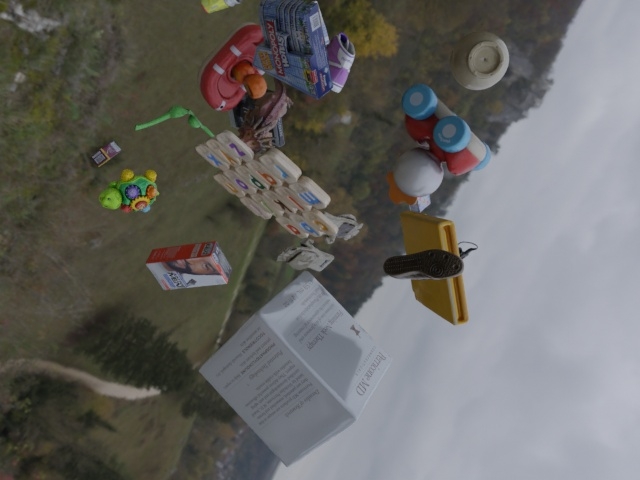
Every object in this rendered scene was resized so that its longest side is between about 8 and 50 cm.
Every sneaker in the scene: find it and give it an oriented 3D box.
[{"bbox_3d":[0.026,-0.581,1.904,0.282,0.102,0.161,49,-61,48],"label":"sneaker"},{"bbox_3d":[0.239,0.057,1.369,0.071,0.189,0.066,20,73,-57],"label":"sneaker"},{"bbox_3d":[-0.235,-0.565,1.305,0.081,0.094,0.208,48,20,-49],"label":"sneaker"}]

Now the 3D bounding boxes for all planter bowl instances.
[{"bbox_3d":[0.446,-0.497,1.673,0.109,0.162,0.162,-78,-166,-74],"label":"planter bowl"}]

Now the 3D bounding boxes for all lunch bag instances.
[{"bbox_3d":[0.342,-0.151,2.113,0.071,0.053,0.083,-40,130,-33],"label":"lunch bag"}]

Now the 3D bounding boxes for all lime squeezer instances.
[{"bbox_3d":[-0.435,-0.374,1.965,0.059,0.311,0.109,9,-91,54],"label":"lime squeezer"}]

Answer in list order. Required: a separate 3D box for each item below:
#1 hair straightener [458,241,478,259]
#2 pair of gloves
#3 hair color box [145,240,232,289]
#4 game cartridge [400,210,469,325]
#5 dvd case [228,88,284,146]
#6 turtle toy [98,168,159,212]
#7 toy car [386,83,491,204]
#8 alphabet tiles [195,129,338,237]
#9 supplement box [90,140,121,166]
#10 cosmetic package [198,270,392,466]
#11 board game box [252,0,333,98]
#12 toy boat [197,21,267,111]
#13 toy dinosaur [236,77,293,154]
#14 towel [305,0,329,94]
[{"bbox_3d":[0.458,0.076,2.158,0.231,0.047,0.089,-33,137,4],"label":"hair straightener"},{"bbox_3d":[0.000,0.000,1.799,0.204,0.042,0.240,8,133,-47],"label":"pair of gloves"},{"bbox_3d":[-0.297,0.059,1.374,0.053,0.167,0.093,-79,154,-46],"label":"hair color box"},{"bbox_3d":[0.318,0.066,1.731,0.324,0.053,0.285,-140,-142,-77],"label":"game cartridge"},{"bbox_3d":[-0.213,-0.410,1.909,0.030,0.239,0.179,-36,137,-32],"label":"dvd case"},{"bbox_3d":[-0.391,-0.093,1.241,0.130,0.066,0.095,-4,143,-40],"label":"turtle toy"},{"bbox_3d":[0.228,-0.191,1.372,0.238,0.210,0.219,-45,156,16],"label":"toy car"},{"bbox_3d":[-0.098,-0.099,1.122,0.021,0.278,0.284,-57,-158,-20],"label":"alphabet tiles"},{"bbox_3d":[-0.685,-0.278,1.936,0.055,0.043,0.083,-29,-162,25],"label":"supplement box"},{"bbox_3d":[-0.068,0.373,1.811,0.327,0.393,0.329,-45,177,31],"label":"cosmetic package"},{"bbox_3d":[-0.077,-0.424,1.321,0.060,0.194,0.194,-44,140,-30],"label":"board game box"},{"bbox_3d":[-0.188,-0.407,1.494,0.231,0.151,0.151,-43,155,15],"label":"toy boat"},{"bbox_3d":[-0.151,-0.343,1.675,0.200,0.127,0.295,-123,-122,-82],"label":"toy dinosaur"},{"bbox_3d":[-0.032,-0.674,2.118,0.209,0.034,0.284,-46,128,-41],"label":"towel"}]
